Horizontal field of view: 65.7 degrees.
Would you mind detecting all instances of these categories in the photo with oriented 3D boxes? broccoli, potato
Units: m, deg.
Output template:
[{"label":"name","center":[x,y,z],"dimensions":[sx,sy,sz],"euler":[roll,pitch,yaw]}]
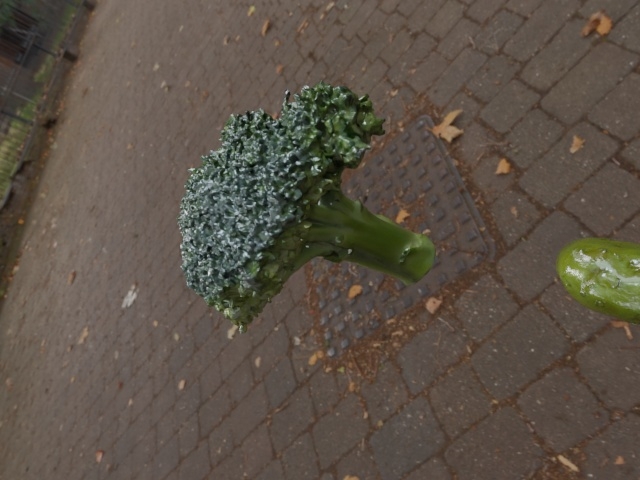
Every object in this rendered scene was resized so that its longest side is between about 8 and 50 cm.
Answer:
[{"label":"broccoli","center":[-0.033,0.004,0.761],"dimensions":[0.353,0.397,0.275],"euler":[-8,65,25]},{"label":"potato","center":[0.571,0.079,0.947],"dimensions":[0.253,0.186,0.149],"euler":[-141,42,-66]}]
